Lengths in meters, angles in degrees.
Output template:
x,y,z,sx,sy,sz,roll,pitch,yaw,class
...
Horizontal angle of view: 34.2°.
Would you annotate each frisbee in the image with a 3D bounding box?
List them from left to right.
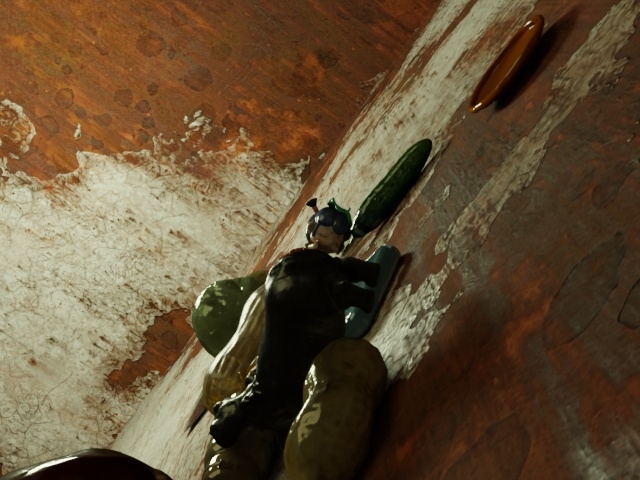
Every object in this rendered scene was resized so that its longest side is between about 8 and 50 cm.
x,y,z,sx,sy,sz,roll,pitch,yaw,class
0.311,-0.282,1.701,0.192,0.035,0.192,-54,7,9,frisbee

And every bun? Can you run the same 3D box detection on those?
x,y,z,sx,sy,sz,roll,pitch,yaw,class
-0.153,0.150,2.048,0.195,0.195,0.118,-60,3,-36,bun

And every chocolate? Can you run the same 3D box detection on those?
x,y,z,sx,sy,sz,roll,pitch,yaw,class
-0.110,0.190,1.875,0.309,0.134,0.134,-58,8,-23,chocolate

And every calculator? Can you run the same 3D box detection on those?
x,y,z,sx,sy,sz,roll,pitch,yaw,class
0.060,0.092,1.593,0.121,0.039,0.210,-49,10,47,calculator

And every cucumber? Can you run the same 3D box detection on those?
x,y,z,sx,sy,sz,roll,pitch,yaw,class
0.125,-0.089,1.929,0.250,0.056,0.056,-51,8,8,cucumber

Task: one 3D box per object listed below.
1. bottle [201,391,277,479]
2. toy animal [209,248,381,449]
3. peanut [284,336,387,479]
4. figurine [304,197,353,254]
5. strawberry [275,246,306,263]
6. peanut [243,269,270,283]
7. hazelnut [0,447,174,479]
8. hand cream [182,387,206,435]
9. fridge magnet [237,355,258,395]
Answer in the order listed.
x,y,z,sx,sy,sz,roll,pitch,yaw,class
-0.118,0.316,1.512,0.209,0.097,0.110,-71,-14,-64,bottle
-0.028,0.166,1.367,0.106,0.168,0.343,-71,4,-59,toy animal
0.019,0.196,1.188,0.229,0.098,0.103,-65,-29,-57,peanut
0.000,0.000,2.108,0.102,0.111,0.195,-8,43,52,figurine
-0.056,0.059,2.323,0.096,0.083,0.083,-43,11,19,strawberry
-0.150,0.163,2.300,0.253,0.137,0.122,-49,53,37,peanut
-0.324,0.445,1.408,0.359,0.359,0.409,-56,12,-11,hazelnut
-0.266,0.366,2.428,0.209,0.043,0.067,-57,4,21,hand cream
-0.051,0.197,1.504,0.143,0.143,0.063,-51,49,24,fridge magnet
